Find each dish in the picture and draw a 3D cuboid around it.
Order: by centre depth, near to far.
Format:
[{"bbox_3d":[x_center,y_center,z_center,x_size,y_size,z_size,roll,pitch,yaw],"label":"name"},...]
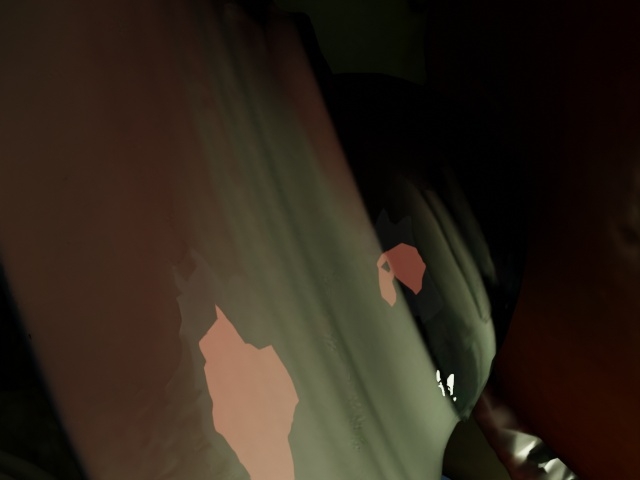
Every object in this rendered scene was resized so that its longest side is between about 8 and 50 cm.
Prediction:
[{"bbox_3d":[0.000,0.000,0.450,0.273,0.134,0.273,-22,90,-87],"label":"dish"}]

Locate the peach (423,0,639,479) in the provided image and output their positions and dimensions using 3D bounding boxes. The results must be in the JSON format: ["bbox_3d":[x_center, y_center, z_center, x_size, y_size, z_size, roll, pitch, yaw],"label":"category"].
[{"bbox_3d":[0.226,-0.021,0.535,0.339,0.353,0.416,-35,150,-16],"label":"peach"}]

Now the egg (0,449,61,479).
[{"bbox_3d":[-0.140,0.237,0.384,0.278,0.278,0.336,-19,104,-56],"label":"egg"}]

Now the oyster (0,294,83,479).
[{"bbox_3d":[-0.076,0.163,0.560,0.096,0.221,0.361,-21,117,-35],"label":"oyster"}]

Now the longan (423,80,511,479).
[{"bbox_3d":[0.133,0.009,0.778,0.297,0.297,0.297,-22,117,-55],"label":"longan"}]

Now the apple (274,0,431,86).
[{"bbox_3d":[0.014,-0.173,0.595,0.346,0.179,0.254,-57,167,17],"label":"apple"}]
